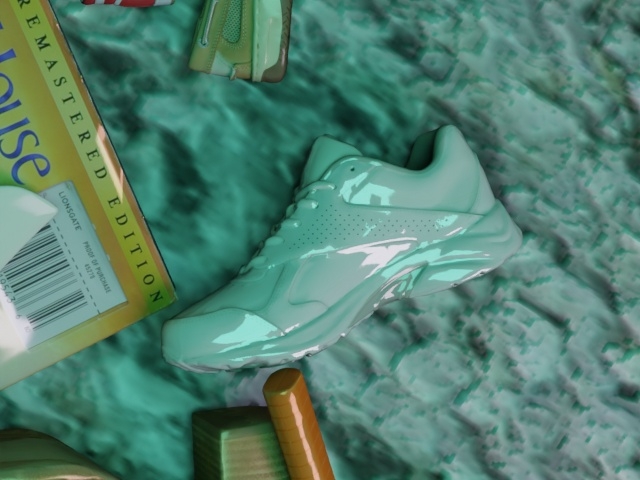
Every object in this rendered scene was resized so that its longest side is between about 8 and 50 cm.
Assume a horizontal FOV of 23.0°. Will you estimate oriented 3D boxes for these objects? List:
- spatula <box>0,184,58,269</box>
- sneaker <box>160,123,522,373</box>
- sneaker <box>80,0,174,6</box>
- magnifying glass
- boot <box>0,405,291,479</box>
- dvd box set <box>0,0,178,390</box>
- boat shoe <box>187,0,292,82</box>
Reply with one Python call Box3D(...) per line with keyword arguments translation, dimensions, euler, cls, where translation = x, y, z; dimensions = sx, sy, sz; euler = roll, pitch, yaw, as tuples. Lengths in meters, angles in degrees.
Box3D(translation=(-0.273, 0.021, 0.796), dimensions=(0.242, 0.019, 0.168), euler=(-44, 131, 4), cls="spatula")
Box3D(translation=(0.000, 0.000, 0.939), dimensions=(0.232, 0.090, 0.115), euler=(-25, 96, -19), cls="sneaker")
Box3D(translation=(-0.120, -0.191, 0.898), dimensions=(0.067, 0.042, 0.118), euler=(-8, 101, -16), cls="sneaker")
Box3D(translation=(0.006, 0.182, 0.941), dimensions=(0.026, 0.092, 0.231), euler=(-5, 115, 21), cls="magnifying glass")
Box3D(translation=(-0.140, 0.217, 0.913), dimensions=(0.295, 0.104, 0.211), euler=(-5, 98, -18), cls="boot")
Box3D(translation=(-0.316, -0.003, 0.810), dimensions=(0.420, 0.062, 0.307), euler=(-27, 125, -9), cls="dvd box set")
Box3D(translation=(-0.048, -0.187, 0.908), dimensions=(0.072, 0.068, 0.190), euler=(5, 96, -3), cls="boat shoe")
